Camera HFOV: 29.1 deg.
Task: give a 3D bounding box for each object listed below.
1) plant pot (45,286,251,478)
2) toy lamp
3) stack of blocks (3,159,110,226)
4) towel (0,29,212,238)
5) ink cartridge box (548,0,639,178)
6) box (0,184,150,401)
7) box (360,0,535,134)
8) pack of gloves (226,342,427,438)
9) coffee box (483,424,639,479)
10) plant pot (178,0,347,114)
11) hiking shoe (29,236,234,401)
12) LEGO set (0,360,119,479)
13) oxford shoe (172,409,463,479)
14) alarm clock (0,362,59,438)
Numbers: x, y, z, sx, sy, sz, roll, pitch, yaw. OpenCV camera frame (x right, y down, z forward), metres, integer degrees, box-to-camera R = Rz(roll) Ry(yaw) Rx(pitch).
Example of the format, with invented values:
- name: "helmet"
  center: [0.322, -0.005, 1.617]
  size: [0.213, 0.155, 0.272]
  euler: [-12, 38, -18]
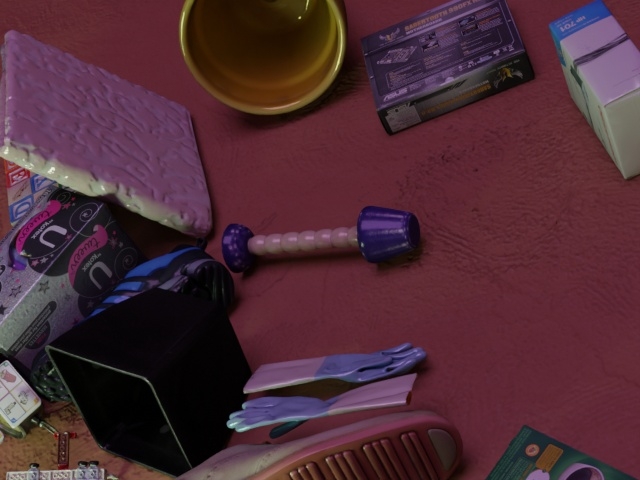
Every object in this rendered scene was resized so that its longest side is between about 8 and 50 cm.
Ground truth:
- name: "plant pot"
  center: [-0.198, 0.165, 1.553]
  size: [0.187, 0.188, 0.167]
  euler: [11, 45, 37]
- name: "toy lamp"
  center: [0.000, 0.000, 1.662]
  size: [0.274, 0.080, 0.080]
  euler: [-8, 47, 26]
- name: "stack of blocks"
  center: [-0.406, -0.129, 1.957]
  size: [0.171, 0.087, 0.297]
  euler: [-26, 43, 5]
- name: "towel"
  center: [-0.325, -0.159, 1.836]
  size: [0.053, 0.331, 0.317]
  euler: [-52, 33, 26]
- name: "ink cartridge box"
  center: [0.375, -0.195, 1.580]
  size: [0.082, 0.140, 0.191]
  euler: [-24, 43, 7]
- name: "box"
  center: [-0.381, 0.071, 1.748]
  size: [0.142, 0.163, 0.247]
  euler: [17, 61, 41]
- name: "box"
  center: [0.183, -0.271, 1.824]
  size: [0.231, 0.056, 0.183]
  euler: [-21, 43, 11]
- name: "pack of gloves"
  center: [0.013, 0.186, 1.467]
  size: [0.232, 0.046, 0.195]
  euler: [-11, 13, 17]
- name: "coffee box"
  center: [0.258, 0.276, 1.280]
  size: [0.184, 0.040, 0.113]
  euler: [21, 64, 42]
- name: "plant pot"
  center: [-0.083, -0.359, 1.940]
  size: [0.254, 0.254, 0.239]
  euler: [-20, 27, 13]
- name: "hiking shoe"
  center: [-0.263, 0.114, 1.699]
  size: [0.304, 0.113, 0.132]
  euler: [-30, 30, -10]
- name: "LEGO set"
  center: [-0.383, 0.301, 1.560]
  size: [0.182, 0.060, 0.244]
  euler: [-44, 74, -9]
- name: "oxford shoe"
  center: [-0.037, 0.264, 1.395]
  size: [0.397, 0.140, 0.146]
  euler: [-20, 29, 4]
- name: "alarm clock"
  center: [-0.422, 0.218, 1.671]
  size: [0.192, 0.129, 0.064]
  euler: [29, 63, 17]
